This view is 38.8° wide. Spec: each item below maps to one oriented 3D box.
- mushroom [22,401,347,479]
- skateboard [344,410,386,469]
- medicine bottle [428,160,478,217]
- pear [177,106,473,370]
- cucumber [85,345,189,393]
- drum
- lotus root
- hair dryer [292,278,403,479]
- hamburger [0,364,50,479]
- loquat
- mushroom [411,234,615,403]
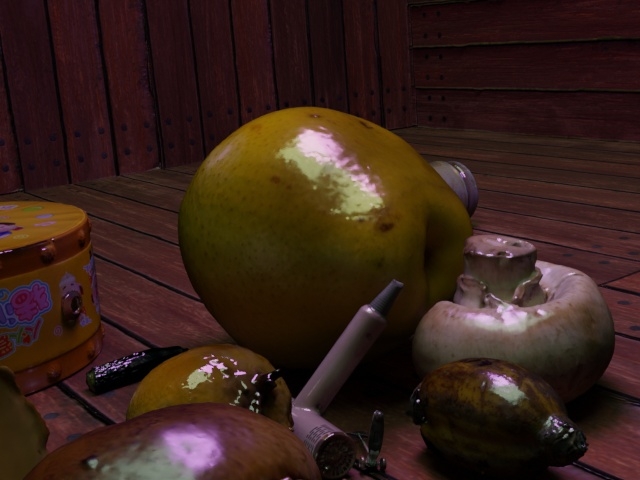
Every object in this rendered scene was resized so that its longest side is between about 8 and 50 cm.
[{"bbox_3d":[-0.107,0.224,0.669,0.283,0.195,0.263,-1,8,12],"label":"mushroom"},{"bbox_3d":[0.051,0.207,0.981,0.032,0.064,0.083,6,3,-11],"label":"skateboard"},{"bbox_3d":[0.173,-0.076,1.911,0.322,0.151,0.151,-14,17,-35],"label":"medicine bottle"},{"bbox_3d":[0.000,0.000,1.220,0.418,0.362,0.362,5,16,45],"label":"pear"},{"bbox_3d":[-0.246,0.173,1.264,0.163,0.043,0.039,-15,60,-35],"label":"cucumber"},{"bbox_3d":[-0.538,0.085,1.345,0.431,0.214,0.431,-3,14,1],"label":"drum"},{"bbox_3d":[0.179,0.180,0.917,0.120,0.120,0.209,-16,15,-40],"label":"lotus root"},{"bbox_3d":[0.006,0.132,1.020,0.054,0.220,0.195,30,-7,-30],"label":"hair dryer"},{"bbox_3d":[-0.388,0.204,0.745,0.237,0.276,0.276,-6,9,43],"label":"hamburger"},{"bbox_3d":[-0.120,0.185,0.938,0.204,0.149,0.172,-12,8,38],"label":"loquat"},{"bbox_3d":[0.248,0.099,1.074,0.189,0.195,0.254,12,24,39],"label":"mushroom"}]
